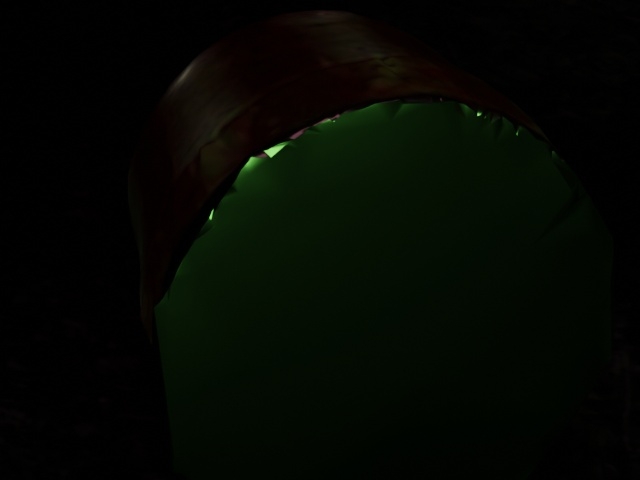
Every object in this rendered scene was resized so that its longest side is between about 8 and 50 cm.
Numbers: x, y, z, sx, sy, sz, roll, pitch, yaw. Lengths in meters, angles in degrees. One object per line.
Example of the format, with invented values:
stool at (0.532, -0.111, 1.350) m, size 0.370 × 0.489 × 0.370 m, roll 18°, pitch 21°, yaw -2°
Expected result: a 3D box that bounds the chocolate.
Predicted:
chocolate at (0.000, 0.000, 1.461) m, size 0.384 × 0.383 × 0.331 m, roll -21°, pitch 27°, yaw -13°
